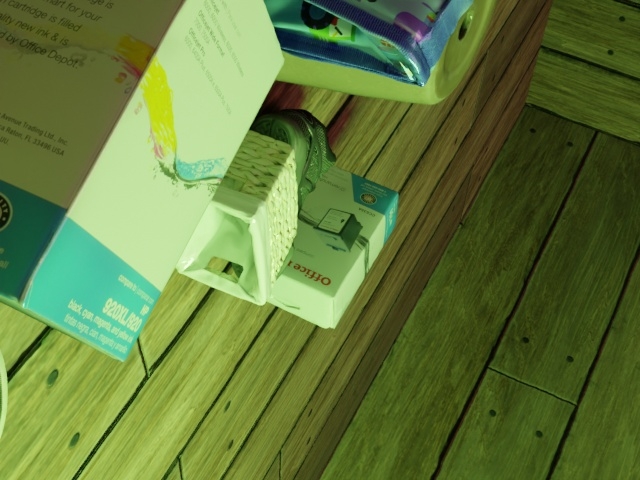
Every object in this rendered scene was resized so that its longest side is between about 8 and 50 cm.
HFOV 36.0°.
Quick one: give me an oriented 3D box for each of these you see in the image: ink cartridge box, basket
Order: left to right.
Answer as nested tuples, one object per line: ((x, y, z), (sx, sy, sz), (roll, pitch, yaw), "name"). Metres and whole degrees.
((-0.156, -0.078, 0.585), (0.232, 0.171, 0.168), (-63, 165, -12), "ink cartridge box")
((-0.088, -0.030, 1.006), (0.167, 0.113, 0.103), (90, 25, -57), "basket")
((0.000, 0.000, 1.295), (0.190, 0.140, 0.082), (-58, 163, -32), "ink cartridge box")

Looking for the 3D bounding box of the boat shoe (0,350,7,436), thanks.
((-0.281, 0.155, 0.684), (0.206, 0.075, 0.065), (-65, 169, 10), "boat shoe")

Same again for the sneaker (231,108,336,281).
((-0.041, -0.053, 1.180), (0.130, 0.087, 0.227), (-31, 136, -55), "sneaker")

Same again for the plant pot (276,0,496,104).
((0.029, -0.232, 0.868), (0.263, 0.229, 0.263), (-55, 160, -30), "plant pot")

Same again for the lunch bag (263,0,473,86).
((0.002, -0.244, 0.652), (0.220, 0.293, 0.138), (-63, 164, -15), "lunch bag")
